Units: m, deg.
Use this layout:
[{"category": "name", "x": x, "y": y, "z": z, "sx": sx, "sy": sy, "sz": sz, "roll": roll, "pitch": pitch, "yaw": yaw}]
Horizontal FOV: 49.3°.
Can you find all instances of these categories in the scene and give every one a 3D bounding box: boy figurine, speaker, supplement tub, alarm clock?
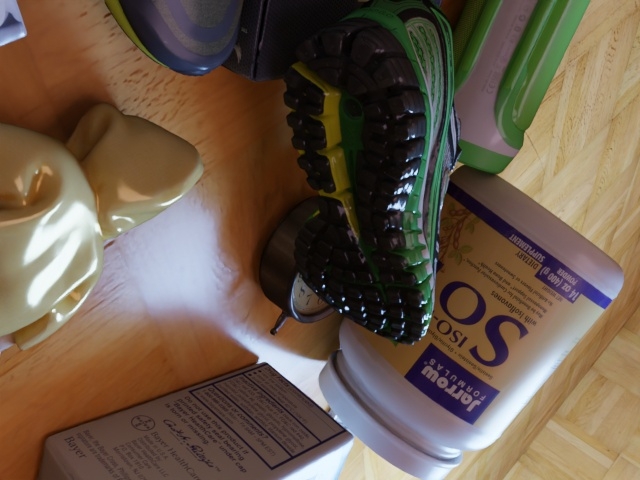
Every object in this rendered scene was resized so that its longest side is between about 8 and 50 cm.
[{"category": "boy figurine", "x": -0.197, "y": -0.004, "z": 0.410, "sx": 0.285, "sy": 0.092, "sz": 0.177, "roll": -39, "pitch": 145, "yaw": -28}, {"category": "speaker", "x": 0.207, "y": -0.227, "z": 0.740, "sx": 0.131, "sy": 0.131, "sz": 0.297, "roll": -2, "pitch": 120, "yaw": -54}, {"category": "supplement tub", "x": 0.173, "y": 0.099, "z": 0.859, "sx": 0.331, "sy": 0.241, "sz": 0.241, "roll": -54, "pitch": 150, "yaw": 10}, {"category": "alarm clock", "x": 0.000, "y": 0.000, "z": 0.715, "sx": 0.129, "sy": 0.064, "sz": 0.192, "roll": -17, "pitch": 133, "yaw": -47}]

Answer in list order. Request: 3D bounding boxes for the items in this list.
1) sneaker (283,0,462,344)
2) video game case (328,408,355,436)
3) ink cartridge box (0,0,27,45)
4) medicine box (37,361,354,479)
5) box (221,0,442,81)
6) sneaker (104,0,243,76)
[{"category": "sneaker", "x": 0.066, "y": -0.042, "z": 0.597, "sx": 0.146, "sy": 0.134, "sz": 0.344, "roll": -46, "pitch": 150, "yaw": -36}, {"category": "video game case", "x": 0.021, "y": 0.300, "z": 1.066, "sx": 0.166, "sy": 0.015, "sz": 0.119, "roll": -56, "pitch": 150, "yaw": -1}, {"category": "ink cartridge box", "x": -0.243, "y": -0.143, "z": 0.264, "sx": 0.208, "sy": 0.045, "sz": 0.206, "roll": -34, "pitch": 142, "yaw": -30}, {"category": "medicine box", "x": -0.138, "y": 0.300, "z": 0.713, "sx": 0.289, "sy": 0.149, "sz": 0.264, "roll": -9, "pitch": 125, "yaw": -50}, {"category": "box", "x": 0.024, "y": -0.229, "z": 0.545, "sx": 0.232, "sy": 0.059, "sz": 0.184, "roll": -20, "pitch": 134, "yaw": -45}, {"category": "sneaker", "x": -0.053, "y": -0.229, "z": 0.376, "sx": 0.111, "sy": 0.121, "sz": 0.300, "roll": -23, "pitch": 135, "yaw": -43}]
